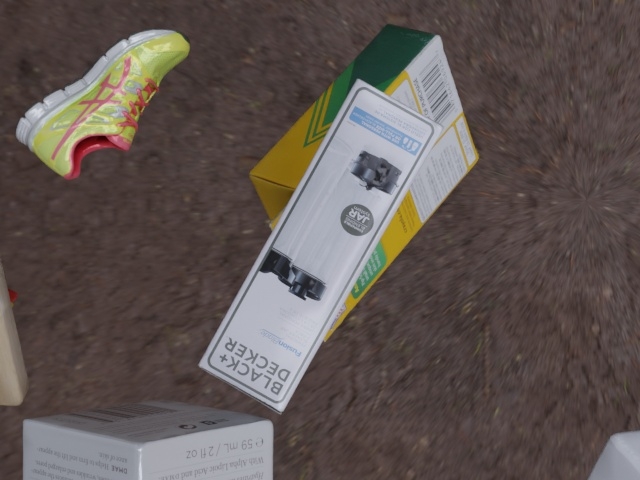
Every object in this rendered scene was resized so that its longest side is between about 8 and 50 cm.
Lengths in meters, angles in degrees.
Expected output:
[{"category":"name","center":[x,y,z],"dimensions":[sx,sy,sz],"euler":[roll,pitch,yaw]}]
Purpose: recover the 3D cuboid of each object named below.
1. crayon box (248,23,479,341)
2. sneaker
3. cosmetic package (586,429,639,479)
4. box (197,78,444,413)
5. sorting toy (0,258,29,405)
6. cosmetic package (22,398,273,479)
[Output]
[{"category":"crayon box","center":[0.042,-0.070,1.791],"dimensions":[0.083,0.203,0.323],"euler":[19,57,37]},{"category":"sneaker","center":[-0.214,-0.141,1.638],"dimensions":[0.208,0.081,0.094],"euler":[-38,74,-1]},{"category":"cosmetic package","center":[0.166,0.217,0.543],"dimensions":[0.224,0.138,0.225],"euler":[55,134,41]},{"category":"box","center":[0.000,0.000,1.406],"dimensions":[0.087,0.169,0.290],"euler":[29,96,-2]},{"category":"sorting toy","center":[-0.406,0.022,1.447],"dimensions":[0.255,0.089,0.257],"euler":[2,122,11]},{"category":"cosmetic package","center":[-0.142,0.236,1.270],"dimensions":[0.151,0.151,0.184],"euler":[4,96,43]}]
